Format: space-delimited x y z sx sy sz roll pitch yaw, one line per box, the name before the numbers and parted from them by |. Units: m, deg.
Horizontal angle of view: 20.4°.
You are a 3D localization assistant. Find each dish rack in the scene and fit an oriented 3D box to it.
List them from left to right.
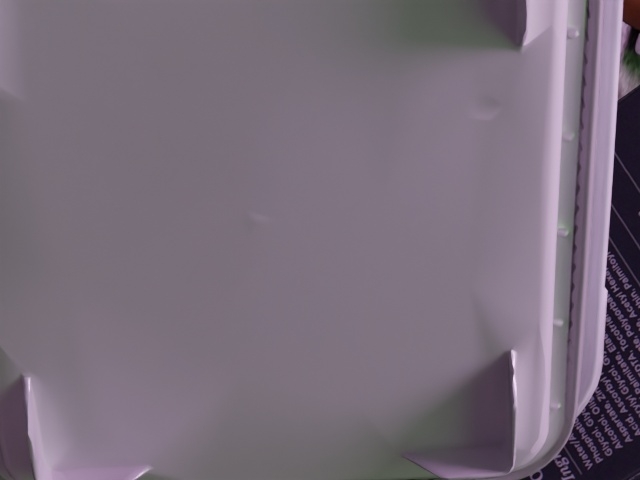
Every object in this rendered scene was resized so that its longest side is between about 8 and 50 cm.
dish rack | -0.024 -0.017 0.679 0.072 0.285 0.333 -92 179 -56

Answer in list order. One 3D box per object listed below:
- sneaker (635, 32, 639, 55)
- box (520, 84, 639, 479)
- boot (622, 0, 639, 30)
sneaker | 0.322 -0.193 1.392 0.217 0.079 0.121 -6 111 -60
box | 0.255 0.028 1.038 0.312 0.179 0.343 -37 157 15
boot | 0.250 -0.258 1.066 0.109 0.220 0.284 6 102 -62
